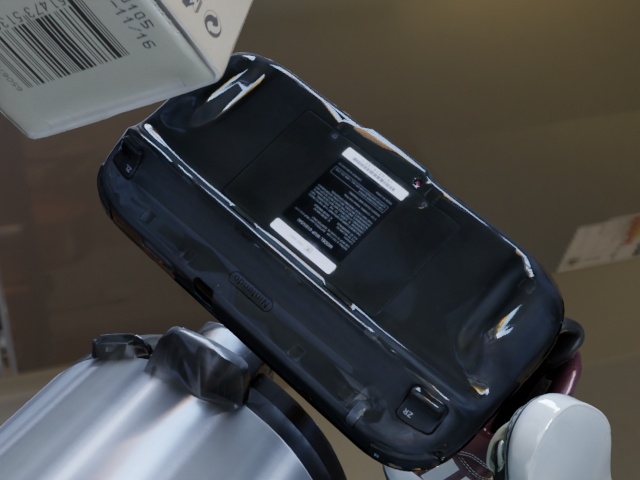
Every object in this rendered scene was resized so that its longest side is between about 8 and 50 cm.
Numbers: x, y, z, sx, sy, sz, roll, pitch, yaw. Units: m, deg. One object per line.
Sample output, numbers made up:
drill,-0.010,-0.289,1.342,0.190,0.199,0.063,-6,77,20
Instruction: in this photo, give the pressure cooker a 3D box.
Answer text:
pressure cooker,-0.171,0.292,1.009,0.370,0.420,0.375,-23,-76,35

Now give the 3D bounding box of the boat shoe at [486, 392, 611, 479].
boat shoe,0.140,0.151,0.676,0.070,0.078,0.219,29,-18,35

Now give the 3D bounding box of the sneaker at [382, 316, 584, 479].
sneaker,0.143,0.069,0.818,0.162,0.106,0.281,-41,-152,46

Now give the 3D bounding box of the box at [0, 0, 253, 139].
box,-0.098,-0.220,0.600,0.121,0.148,0.311,49,44,-37

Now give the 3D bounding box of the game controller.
game controller,0.000,0.000,0.700,0.319,0.166,0.067,40,-23,21
